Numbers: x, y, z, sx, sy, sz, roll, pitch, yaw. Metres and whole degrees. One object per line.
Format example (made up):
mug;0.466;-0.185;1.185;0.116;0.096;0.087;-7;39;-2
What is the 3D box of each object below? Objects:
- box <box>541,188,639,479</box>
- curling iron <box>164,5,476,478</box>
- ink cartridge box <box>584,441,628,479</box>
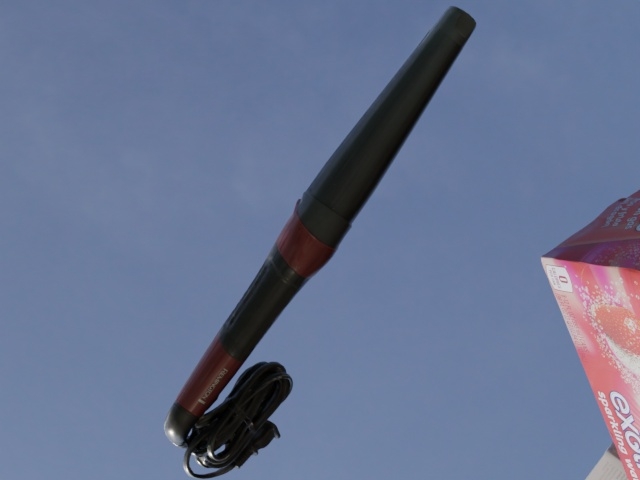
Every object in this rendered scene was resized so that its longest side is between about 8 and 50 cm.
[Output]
box;0.246;0.093;0.841;0.122;0.128;0.257;-32;-70;-24
curling iron;0.000;0.000;0.762;0.068;0.035;0.274;23;-84;-58
ink cartridge box;0.262;0.229;1.062;0.061;0.181;0.104;-28;-28;-57
